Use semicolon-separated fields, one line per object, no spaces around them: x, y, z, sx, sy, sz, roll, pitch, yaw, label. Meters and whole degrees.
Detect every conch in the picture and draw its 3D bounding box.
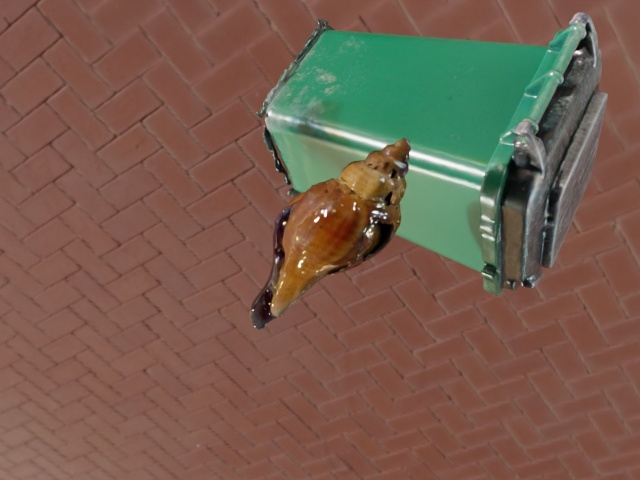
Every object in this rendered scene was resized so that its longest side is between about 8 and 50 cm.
-0.003;-0.005;0.580;0.233;0.086;0.080;-31;146;26;conch

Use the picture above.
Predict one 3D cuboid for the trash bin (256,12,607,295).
0.134;-0.131;0.803;0.381;0.259;0.295;19;155;25;trash bin
